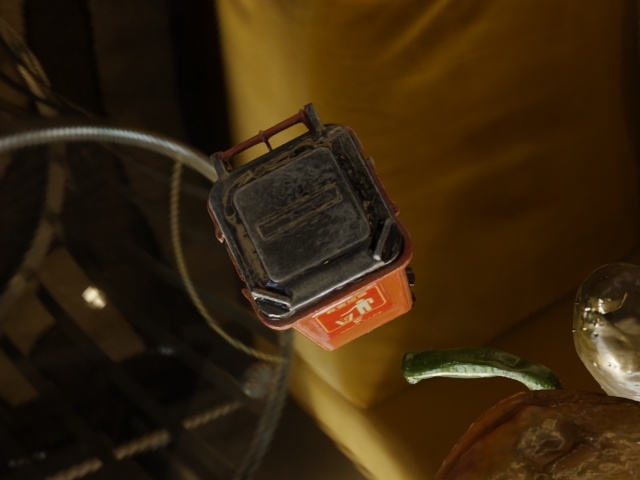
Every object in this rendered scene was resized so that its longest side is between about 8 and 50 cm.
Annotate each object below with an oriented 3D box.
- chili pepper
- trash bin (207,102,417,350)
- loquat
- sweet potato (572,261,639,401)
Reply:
[{"bbox_3d":[0.187,0.148,1.557,0.052,0.201,0.050,48,54,-56],"label":"chili pepper"},{"bbox_3d":[0.000,0.000,1.345,0.161,0.184,0.239,-28,159,2],"label":"trash bin"},{"bbox_3d":[0.233,0.277,1.236,0.276,0.276,0.284,-22,121,-29],"label":"loquat"},{"bbox_3d":[0.372,0.151,1.556,0.130,0.130,0.423,-45,138,-11],"label":"sweet potato"}]
